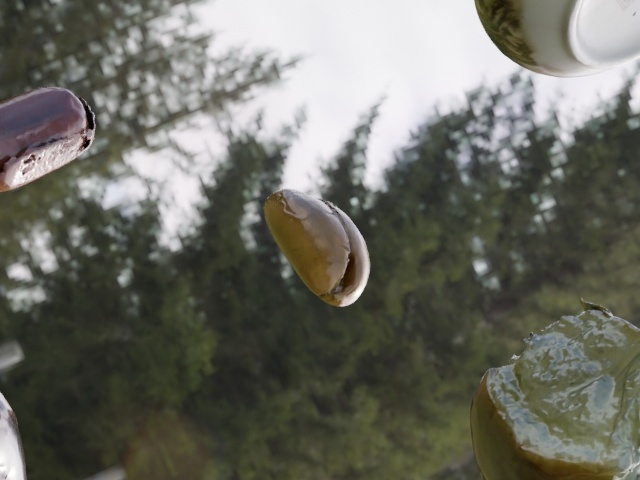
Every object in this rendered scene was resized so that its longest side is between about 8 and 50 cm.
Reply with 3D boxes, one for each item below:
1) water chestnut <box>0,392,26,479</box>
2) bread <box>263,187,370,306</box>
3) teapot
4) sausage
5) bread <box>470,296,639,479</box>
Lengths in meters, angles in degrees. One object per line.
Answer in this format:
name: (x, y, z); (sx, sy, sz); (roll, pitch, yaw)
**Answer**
water chestnut: (-0.386, 0.282, 1.363); (0.302, 0.350, 0.350); (19, -29, 11)
bread: (0.000, 0.000, 1.618); (0.114, 0.077, 0.189); (44, 5, -34)
teapot: (0.199, -0.227, 1.119); (0.139, 0.204, 0.298); (57, 5, 36)
sausage: (-0.256, -0.088, 1.292); (0.076, 0.141, 0.076); (23, -51, 31)
bread: (0.288, 0.243, 1.562); (0.250, 0.225, 0.279); (43, -24, 61)
